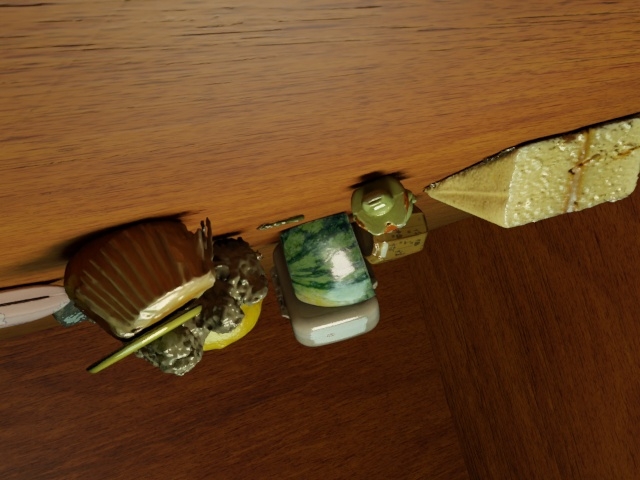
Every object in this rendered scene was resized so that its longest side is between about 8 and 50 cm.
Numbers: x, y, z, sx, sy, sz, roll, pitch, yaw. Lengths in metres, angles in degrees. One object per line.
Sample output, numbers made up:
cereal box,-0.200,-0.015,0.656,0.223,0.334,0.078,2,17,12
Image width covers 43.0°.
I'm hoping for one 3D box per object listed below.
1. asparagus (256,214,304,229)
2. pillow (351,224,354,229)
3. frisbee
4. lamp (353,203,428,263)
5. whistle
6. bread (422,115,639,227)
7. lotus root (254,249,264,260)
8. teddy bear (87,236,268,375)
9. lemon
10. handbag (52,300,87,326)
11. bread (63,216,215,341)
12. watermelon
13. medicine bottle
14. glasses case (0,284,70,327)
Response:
asparagus,-0.090,-0.040,1.836,0.114,0.014,0.015,-14,159,-19
pillow,0.000,0.000,2.525,0.248,0.049,0.135,-20,177,-1
frisbee,-0.314,0.178,1.467,0.236,0.017,0.236,-30,179,-1
lamp,0.188,-0.024,2.180,0.185,0.161,0.161,-15,176,-28
whistle,0.123,-0.068,1.613,0.131,0.106,0.288,-23,175,8
bread,0.476,-0.192,1.880,0.345,0.242,0.405,-18,-150,-19
lotus root,-0.229,0.056,2.290,0.150,0.062,0.073,-16,154,-16
teddy bear,-0.292,0.109,1.783,0.357,0.224,0.367,25,-115,37
lemon,-0.284,0.150,2.046,0.283,0.261,0.260,-10,179,26
handbag,-0.572,0.141,2.083,0.270,0.089,0.175,-14,167,-28
bread,-0.327,0.067,1.434,0.236,0.183,0.388,-30,177,-29
watermelon,0.017,0.029,2.164,0.212,0.262,0.201,-12,-151,5
medicine bottle,0.012,0.126,2.305,0.282,0.375,0.123,-16,132,-4
glasses case,-0.654,0.141,1.685,0.113,0.075,0.296,-21,175,31
